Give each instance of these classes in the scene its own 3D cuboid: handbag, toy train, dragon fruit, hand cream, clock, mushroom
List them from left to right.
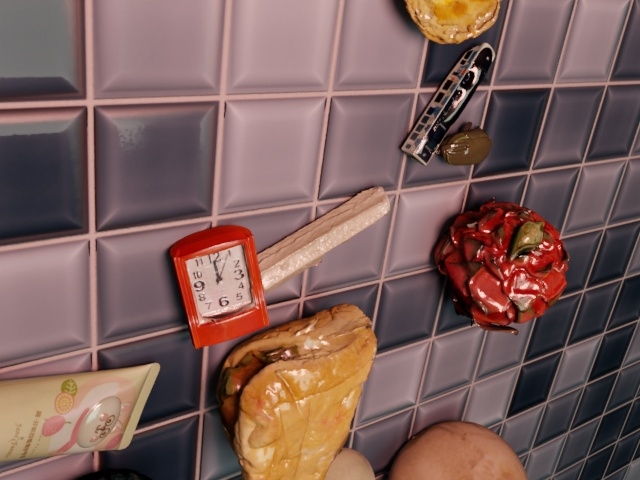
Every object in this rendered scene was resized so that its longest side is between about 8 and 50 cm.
[{"bbox_3d":[-0.353,0.223,0.872,0.305,0.093,0.147,8,110,-51],"label":"hand cream"},{"bbox_3d":[-0.140,0.060,0.948,0.113,0.061,0.155,-16,121,-16],"label":"clock"},{"bbox_3d":[0.201,-0.216,1.067,0.043,0.047,0.208,32,93,-45],"label":"toy train"},{"bbox_3d":[0.289,0.545,1.448,0.292,0.292,0.290,-32,148,-20],"label":"mushroom"},{"bbox_3d":[0.234,-0.156,1.128,0.111,0.047,0.072,-14,128,-32],"label":"handbag"},{"bbox_3d":[0.303,0.053,1.216,0.233,0.234,0.293,-12,158,-33],"label":"dragon fruit"}]

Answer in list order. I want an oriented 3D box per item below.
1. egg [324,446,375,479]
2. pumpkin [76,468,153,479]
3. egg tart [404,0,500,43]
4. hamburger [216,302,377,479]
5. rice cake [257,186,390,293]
[{"bbox_3d":[0.014,0.470,1.223,0.183,0.183,0.217,26,107,-44],"label":"egg"},{"bbox_3d":[-0.289,0.453,0.935,0.247,0.248,0.248,-19,125,-29],"label":"pumpkin"},{"bbox_3d":[0.178,-0.375,0.927,0.212,0.090,0.213,-19,123,-31],"label":"egg tart"},{"bbox_3d":[-0.065,0.240,1.046,0.208,0.162,0.330,11,110,-39],"label":"hamburger"},{"bbox_3d":[0.000,0.000,1.034,0.256,0.052,0.057,-31,157,-21],"label":"rice cake"}]
